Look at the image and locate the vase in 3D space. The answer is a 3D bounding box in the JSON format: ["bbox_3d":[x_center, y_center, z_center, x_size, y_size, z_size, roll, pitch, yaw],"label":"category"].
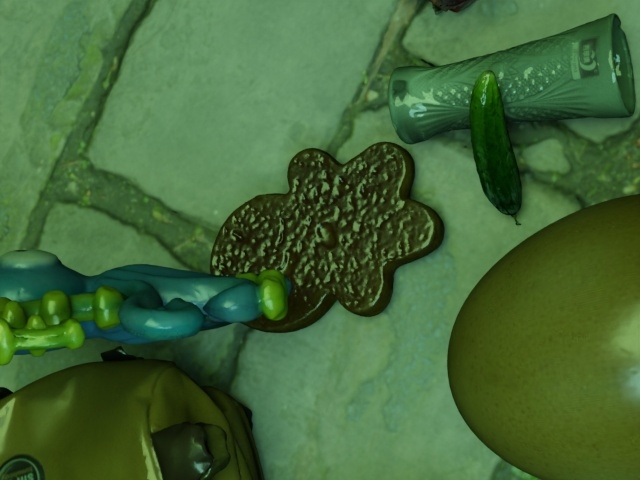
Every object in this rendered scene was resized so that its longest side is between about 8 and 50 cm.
[{"bbox_3d":[0.175,-0.143,1.477,0.219,0.096,0.096,-9,77,21],"label":"vase"}]

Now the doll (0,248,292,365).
[{"bbox_3d":[-0.197,0.049,1.440,0.341,0.346,0.098,-7,92,-8],"label":"doll"}]

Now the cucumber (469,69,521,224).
[{"bbox_3d":[0.158,-0.082,1.453,0.039,0.168,0.039,-11,35,8],"label":"cucumber"}]

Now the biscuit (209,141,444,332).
[{"bbox_3d":[0.000,0.000,1.539,0.236,0.039,0.180,-25,75,14],"label":"biscuit"}]

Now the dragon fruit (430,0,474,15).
[{"bbox_3d":[0.115,-0.272,1.520,0.147,0.096,0.102,-20,73,-30],"label":"dragon fruit"}]

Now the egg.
[{"bbox_3d":[0.260,0.089,1.317,0.322,0.250,0.250,-12,76,23],"label":"egg"}]

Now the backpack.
[{"bbox_3d":[-0.197,0.294,1.471,0.353,0.201,0.378,-23,71,18],"label":"backpack"}]
